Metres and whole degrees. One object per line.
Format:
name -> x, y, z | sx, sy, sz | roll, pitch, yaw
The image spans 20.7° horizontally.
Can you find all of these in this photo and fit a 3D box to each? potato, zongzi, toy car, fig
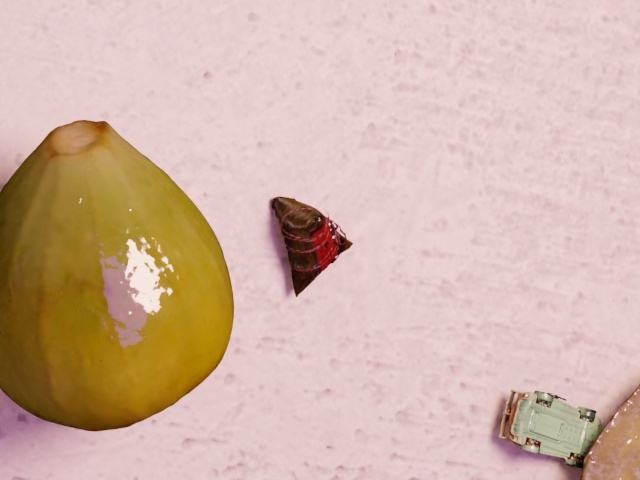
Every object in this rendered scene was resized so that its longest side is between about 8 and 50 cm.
potato -> 0.306, 0.222, 1.683 | 0.100, 0.120, 0.261 | 21, 62, 13
zongzi -> 0.000, 0.000, 1.549 | 0.073, 0.067, 0.083 | -23, 119, -36
toy car -> 0.223, 0.178, 1.659 | 0.122, 0.035, 0.059 | 22, 80, -42
fig -> -0.181, 0.031, 1.370 | 0.207, 0.207, 0.230 | -33, 97, -23
